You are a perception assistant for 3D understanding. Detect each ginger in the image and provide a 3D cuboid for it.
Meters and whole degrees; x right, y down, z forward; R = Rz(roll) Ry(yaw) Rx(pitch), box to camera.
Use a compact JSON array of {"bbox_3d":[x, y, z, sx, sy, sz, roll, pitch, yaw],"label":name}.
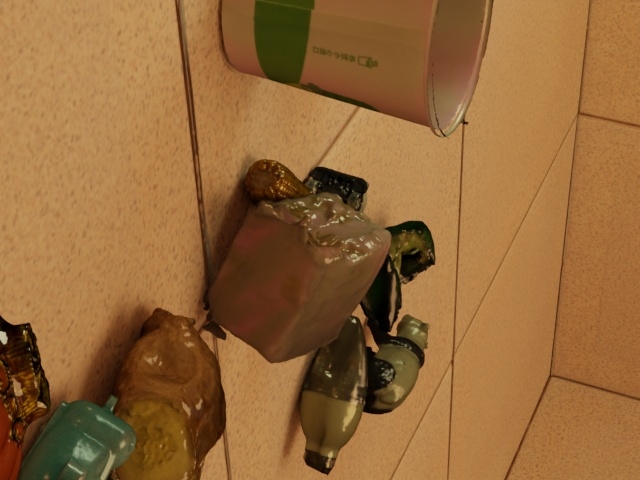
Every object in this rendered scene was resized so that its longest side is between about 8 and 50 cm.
[{"bbox_3d":[-0.167,0.187,1.603,0.270,0.123,0.218,96,-5,-84],"label":"ginger"}]

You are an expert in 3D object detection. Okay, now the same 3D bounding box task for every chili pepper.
[{"bbox_3d":[0.108,0.042,2.305,0.264,0.116,0.148,-34,123,-64],"label":"chili pepper"}]

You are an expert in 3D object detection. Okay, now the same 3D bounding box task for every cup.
[{"bbox_3d":[0.045,-0.263,1.624,0.253,0.274,0.253,13,90,-72],"label":"cup"}]

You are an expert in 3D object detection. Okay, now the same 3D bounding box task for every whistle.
[{"bbox_3d":[-0.272,0.261,1.393,0.274,0.093,0.186,-59,-178,-32],"label":"whistle"}]

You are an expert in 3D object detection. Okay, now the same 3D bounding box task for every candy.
[{"bbox_3d":[-0.031,0.043,1.746,0.185,0.137,0.195,-13,137,-55],"label":"candy"}]

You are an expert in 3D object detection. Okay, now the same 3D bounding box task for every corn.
[{"bbox_3d":[-0.045,-0.051,1.838,0.207,0.068,0.068,47,59,-69],"label":"corn"}]

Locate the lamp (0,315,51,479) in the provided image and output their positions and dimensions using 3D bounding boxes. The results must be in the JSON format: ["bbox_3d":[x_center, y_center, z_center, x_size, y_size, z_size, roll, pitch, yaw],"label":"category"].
[{"bbox_3d":[-0.300,0.114,1.036,0.223,0.197,0.223,167,-90,-83],"label":"lamp"}]

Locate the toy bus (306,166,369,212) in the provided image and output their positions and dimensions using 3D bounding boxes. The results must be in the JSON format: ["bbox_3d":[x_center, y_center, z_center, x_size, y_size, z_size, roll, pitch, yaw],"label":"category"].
[{"bbox_3d":[0.000,0.000,1.981,0.089,0.087,0.194,72,38,-64],"label":"toy bus"}]

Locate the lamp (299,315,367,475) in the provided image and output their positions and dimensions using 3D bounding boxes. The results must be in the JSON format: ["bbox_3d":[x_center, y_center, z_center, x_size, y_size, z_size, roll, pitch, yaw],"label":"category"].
[{"bbox_3d":[0.023,0.234,2.190,0.101,0.101,0.250,33,71,-70],"label":"lamp"}]

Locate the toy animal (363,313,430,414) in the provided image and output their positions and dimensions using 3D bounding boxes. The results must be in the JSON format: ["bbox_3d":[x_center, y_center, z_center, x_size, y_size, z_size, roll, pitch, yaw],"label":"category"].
[{"bbox_3d":[0.114,0.202,2.393,0.225,0.121,0.094,-52,150,-52],"label":"toy animal"}]

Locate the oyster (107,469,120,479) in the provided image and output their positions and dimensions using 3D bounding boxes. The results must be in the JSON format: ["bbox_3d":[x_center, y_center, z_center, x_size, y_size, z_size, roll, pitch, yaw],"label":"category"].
[{"bbox_3d":[-0.238,0.348,1.511,0.259,0.092,0.198,-62,171,-48],"label":"oyster"}]
